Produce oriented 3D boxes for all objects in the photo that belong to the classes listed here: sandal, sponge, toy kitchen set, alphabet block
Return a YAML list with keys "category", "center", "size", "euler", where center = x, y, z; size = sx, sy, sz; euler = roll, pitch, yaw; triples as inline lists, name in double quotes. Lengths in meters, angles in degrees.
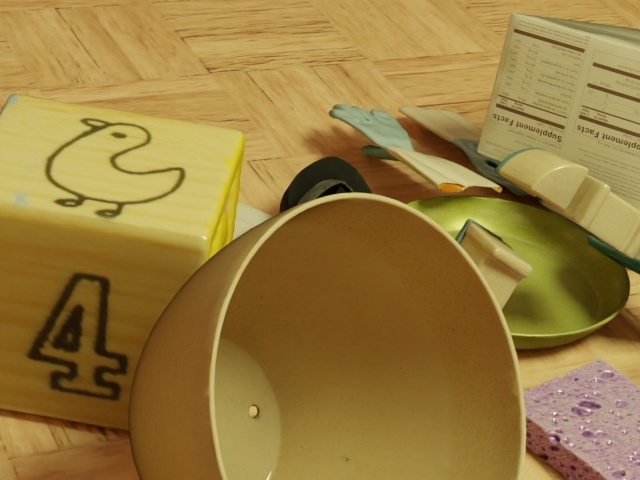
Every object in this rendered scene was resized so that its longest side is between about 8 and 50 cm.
- category: "sandal"
  center: [0.001, 0.001, 1.505]
  size: [0.097, 0.054, 0.254]
  euler: [36, 36, -6]
- category: "sponge"
  center: [0.254, 0.174, 1.325]
  size: [0.117, 0.031, 0.210]
  euler: [-16, 38, -35]
- category: "toy kitchen set"
  center: [0.203, 0.025, 1.451]
  size: [0.207, 0.166, 0.122]
  euler: [30, 2, -27]
- category: "alphabet block"
  center: [-0.176, 0.018, 1.325]
  size: [0.197, 0.193, 0.192]
  euler: [9, 32, 1]

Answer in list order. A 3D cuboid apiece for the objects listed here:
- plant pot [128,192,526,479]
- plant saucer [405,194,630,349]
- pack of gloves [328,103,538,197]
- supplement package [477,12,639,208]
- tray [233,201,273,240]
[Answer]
- category: "plant pot"
  center: [-0.024, 0.123, 1.157]
  size: [0.191, 0.284, 0.284]
  euler: [-13, 9, 46]
- category: "plant saucer"
  center: [0.161, 0.033, 1.535]
  size: [0.240, 0.037, 0.241]
  euler: [7, 30, -4]
- category: "pack of gloves"
  center: [0.125, -0.080, 1.721]
  size: [0.195, 0.046, 0.232]
  euler: [4, 23, -36]
- category: "supplement package"
  center: [0.323, -0.124, 1.649]
  size: [0.204, 0.145, 0.261]
  euler: [24, 17, 38]
- category: "tray"
  center: [-0.138, -0.022, 1.563]
  size: [0.270, 0.030, 0.145]
  euler: [23, 32, 23]
